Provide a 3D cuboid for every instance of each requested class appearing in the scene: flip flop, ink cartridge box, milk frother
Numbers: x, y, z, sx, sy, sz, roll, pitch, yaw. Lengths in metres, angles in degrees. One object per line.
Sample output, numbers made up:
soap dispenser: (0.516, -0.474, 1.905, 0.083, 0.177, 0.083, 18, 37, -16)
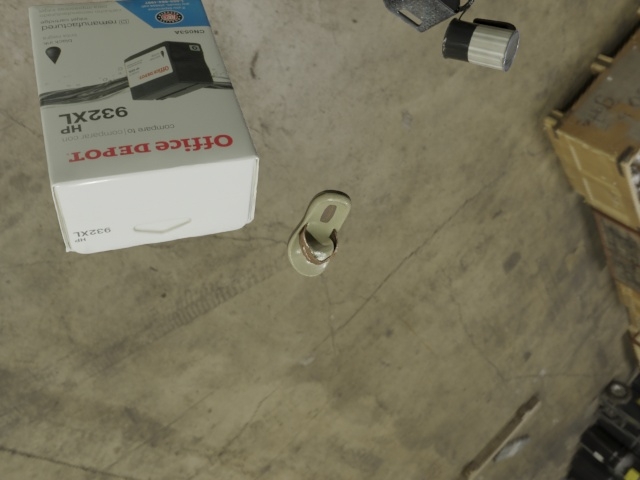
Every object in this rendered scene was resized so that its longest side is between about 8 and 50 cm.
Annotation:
flip flop: (0.000, 0.000, 1.353, 0.112, 0.080, 0.277, 4, 143, -19)
ink cartridge box: (-0.225, -0.157, 0.769, 0.223, 0.307, 0.129, -10, 147, -18)
milk frother: (0.328, -0.430, 1.234, 0.129, 0.135, 0.143, -62, 155, -17)

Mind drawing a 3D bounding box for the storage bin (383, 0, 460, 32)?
storage bin: (0.186, -0.493, 1.126, 0.122, 0.084, 0.180, 18, 68, -38)
